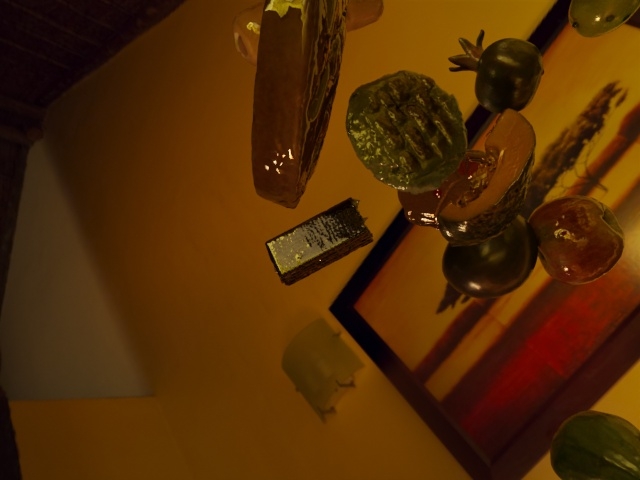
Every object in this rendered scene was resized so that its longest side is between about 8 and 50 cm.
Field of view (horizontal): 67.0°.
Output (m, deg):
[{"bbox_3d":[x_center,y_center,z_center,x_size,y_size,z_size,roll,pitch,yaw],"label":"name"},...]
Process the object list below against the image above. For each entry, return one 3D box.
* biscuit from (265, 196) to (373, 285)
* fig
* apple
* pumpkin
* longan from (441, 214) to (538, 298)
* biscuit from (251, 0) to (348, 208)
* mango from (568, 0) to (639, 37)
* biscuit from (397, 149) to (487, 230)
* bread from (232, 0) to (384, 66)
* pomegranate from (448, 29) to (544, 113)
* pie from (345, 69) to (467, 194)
[{"bbox_3d":[0.000,0.000,1.133,0.251,0.106,0.070,-29,-27,1],"label":"biscuit"},{"bbox_3d":[0.543,0.403,0.917,0.167,0.167,0.234,-29,-24,-18],"label":"fig"},{"bbox_3d":[0.783,-0.010,1.473,0.249,0.278,0.309,-24,7,19],"label":"apple"},{"bbox_3d":[0.365,-0.093,0.950,0.163,0.111,0.279,32,-91,-41],"label":"pumpkin"},{"bbox_3d":[0.503,0.052,1.433,0.299,0.243,0.301,-13,-50,-16],"label":"longan"},{"bbox_3d":[-0.012,-0.195,0.599,0.070,0.395,0.351,9,-54,0],"label":"biscuit"},{"bbox_3d":[0.737,-0.629,1.164,0.293,0.143,0.175,-48,-16,27],"label":"mango"},{"bbox_3d":[0.467,-0.163,1.694,0.074,0.380,0.359,-58,-4,-49],"label":"biscuit"},{"bbox_3d":[-0.027,-0.447,0.956,0.304,0.142,0.091,-25,-40,-7],"label":"bread"},{"bbox_3d":[0.369,-0.357,1.017,0.131,0.191,0.152,-37,-35,-22],"label":"pomegranate"},{"bbox_3d":[0.191,-0.248,1.058,0.306,0.307,0.071,-25,-14,-23],"label":"pie"}]
